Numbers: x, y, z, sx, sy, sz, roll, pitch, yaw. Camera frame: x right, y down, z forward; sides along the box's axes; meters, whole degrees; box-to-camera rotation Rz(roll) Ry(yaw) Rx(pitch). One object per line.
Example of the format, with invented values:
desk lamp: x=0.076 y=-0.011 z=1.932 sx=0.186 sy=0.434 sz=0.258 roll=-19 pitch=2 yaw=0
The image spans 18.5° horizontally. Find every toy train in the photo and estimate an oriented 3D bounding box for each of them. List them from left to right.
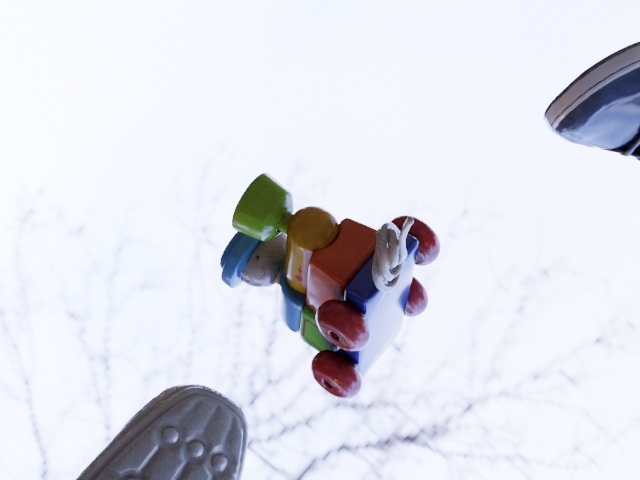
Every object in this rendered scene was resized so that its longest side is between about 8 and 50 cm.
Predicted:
toy train: x=0.000 y=0.000 z=1.376 sx=0.143 sy=0.248 sz=0.105 roll=34 pitch=-113 yaw=14

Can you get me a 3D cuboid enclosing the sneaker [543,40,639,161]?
sneaker: x=0.268 y=-0.054 z=1.336 sx=0.086 sy=0.226 sz=0.163 roll=-52 pitch=-124 yaw=43

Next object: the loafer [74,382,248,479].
loafer: x=-0.158 y=0.230 z=1.339 sx=0.319 sy=0.112 sz=0.111 roll=-55 pitch=-164 yaw=3
